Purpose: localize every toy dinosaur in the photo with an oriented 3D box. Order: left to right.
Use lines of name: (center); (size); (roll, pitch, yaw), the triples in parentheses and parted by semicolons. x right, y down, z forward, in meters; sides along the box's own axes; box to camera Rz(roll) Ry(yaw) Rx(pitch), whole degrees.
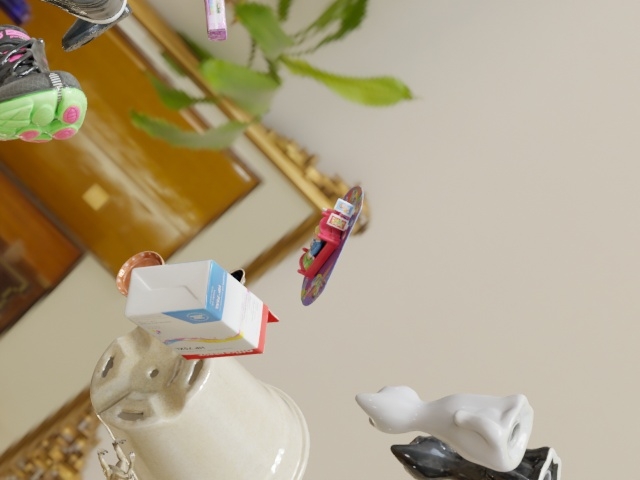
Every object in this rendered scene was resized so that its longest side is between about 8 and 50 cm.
toy dinosaur: (-0.313, 0.353, 1.840); (0.053, 0.092, 0.183); (-14, -159, -31)

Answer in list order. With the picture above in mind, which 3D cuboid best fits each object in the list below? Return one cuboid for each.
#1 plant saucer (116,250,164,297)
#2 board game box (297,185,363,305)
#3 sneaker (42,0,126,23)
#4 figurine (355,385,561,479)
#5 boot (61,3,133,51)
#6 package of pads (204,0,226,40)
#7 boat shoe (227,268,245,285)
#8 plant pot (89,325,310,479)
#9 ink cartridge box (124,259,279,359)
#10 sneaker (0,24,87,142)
plant saucer: (-0.276, 0.054, 1.868); (0.083, 0.013, 0.083); (-15, -130, 19)
board game box: (0.000, 0.000, 1.545); (0.168, 0.033, 0.133); (-65, -167, -1)
sneaker: (-0.381, -0.365, 1.520); (0.147, 0.296, 0.104); (168, -59, -77)
figurine: (0.161, 0.248, 1.472); (0.209, 0.215, 0.092); (5, -124, 32)
boot: (-0.334, -0.336, 1.702); (0.121, 0.099, 0.045); (-34, -176, -5)
package of pads: (-0.165, -0.358, 1.891); (0.032, 0.083, 0.050); (-6, 167, -3)
boat shoe: (-0.208, 0.115, 2.322); (0.183, 0.066, 0.066); (-53, 177, -38)
plant pot: (-0.226, 0.299, 2.050); (0.334, 0.305, 0.334); (-13, -134, 14)
ink cartridge box: (-0.165, 0.112, 1.761); (0.134, 0.231, 0.078); (-7, -117, 23)
sneaker: (-0.554, -0.279, 2.121); (0.483, 0.185, 0.202); (12, -80, 54)
